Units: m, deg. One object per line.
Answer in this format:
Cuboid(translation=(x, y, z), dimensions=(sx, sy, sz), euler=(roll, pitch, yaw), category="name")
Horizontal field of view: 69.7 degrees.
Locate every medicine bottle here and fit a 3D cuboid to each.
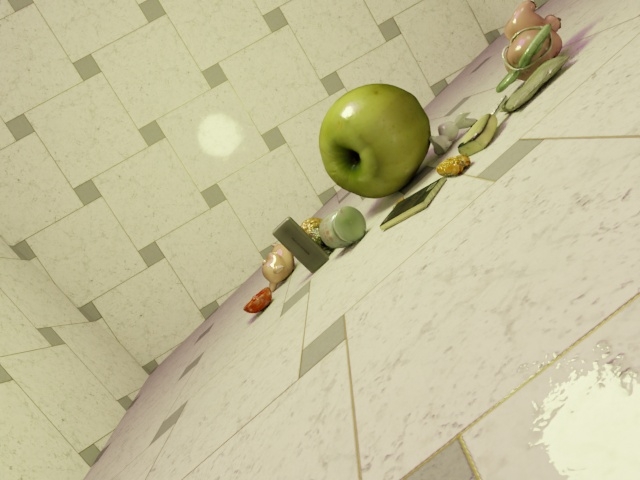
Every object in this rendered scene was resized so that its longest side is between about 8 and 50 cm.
Cuboid(translation=(0.084, -0.048, 1.766), dimensions=(0.147, 0.147, 0.143), euler=(-48, 11, -26), category="medicine bottle")

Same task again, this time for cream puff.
Cuboid(translation=(0.000, 0.000, 1.994), dimensions=(0.183, 0.183, 0.169), euler=(-46, 32, -15), category="cream puff")

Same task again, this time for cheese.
Cuboid(translation=(0.542, -0.383, 1.496), dimensions=(0.251, 0.054, 0.127), euler=(-53, 10, -18), category="cheese")

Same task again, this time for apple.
Cuboid(translation=(0.225, -0.410, 1.877), dimensions=(0.473, 0.473, 0.473), euler=(-43, 8, 8), category="apple")

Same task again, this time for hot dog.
Cuboid(translation=(0.419, -0.237, 1.459), dimensions=(0.071, 0.045, 0.165), euler=(-46, 9, -1), category="hot dog")

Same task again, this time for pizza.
Cuboid(translation=(0.284, -0.133, 1.691), dimensions=(0.083, 0.016, 0.037), euler=(-50, 4, -28), category="pizza")

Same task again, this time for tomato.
Cuboid(translation=(-0.279, 0.286, 2.102), dimensions=(0.155, 0.069, 0.155), euler=(-40, 6, 5), category="tomato")

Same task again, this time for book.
Cuboid(translation=(0.301, -0.121, 1.519), dimensions=(0.160, 0.024, 0.228), euler=(-48, 9, -35), category="book")

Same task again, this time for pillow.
Cuboid(translation=(0.689, -0.504, 1.498), dimensions=(0.229, 0.050, 0.148), euler=(-46, 2, 7), category="pillow")

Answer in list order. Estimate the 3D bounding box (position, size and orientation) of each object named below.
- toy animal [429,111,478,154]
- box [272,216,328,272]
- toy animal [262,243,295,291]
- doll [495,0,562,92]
Cuboid(translation=(0.525, -0.424, 1.827), dimensions=(0.127, 0.131, 0.181), euler=(27, 75, 47), category="toy animal")
Cuboid(translation=(-0.081, 0.019, 1.882), dimensions=(0.103, 0.243, 0.055), euler=(-43, 12, 8), category="box")
Cuboid(translation=(-0.210, 0.121, 2.334), dimensions=(0.250, 0.154, 0.166), euler=(-68, -19, -51), category="toy animal")
Cuboid(translation=(0.723, -0.679, 1.633), dimensions=(0.268, 0.216, 0.284), euler=(-52, -7, -19), category="doll")
